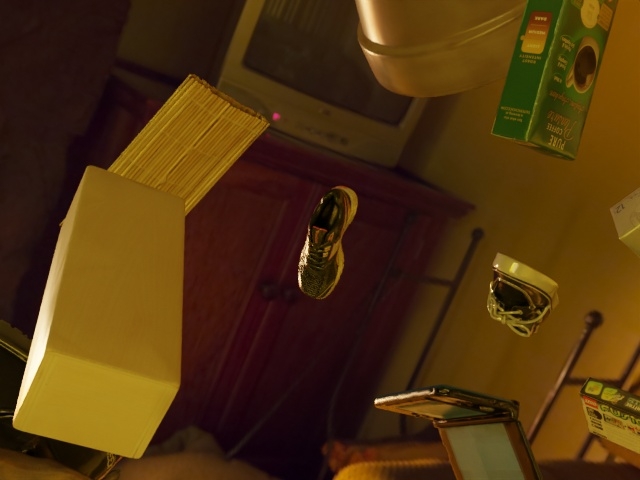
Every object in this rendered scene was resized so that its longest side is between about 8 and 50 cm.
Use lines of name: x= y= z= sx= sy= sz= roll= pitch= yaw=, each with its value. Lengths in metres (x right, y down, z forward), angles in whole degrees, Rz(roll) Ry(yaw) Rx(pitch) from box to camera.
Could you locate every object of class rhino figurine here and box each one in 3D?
rhino figurine: x=-0.291 y=0.255 z=0.845 sx=0.243 sy=0.106 sz=0.073 roll=22 pitch=34 yaw=-32

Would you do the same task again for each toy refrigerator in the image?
toy refrigerator: x=-0.182 y=0.052 z=0.733 sx=0.102 sy=0.094 sz=0.269 roll=20 pitch=28 yaw=-21

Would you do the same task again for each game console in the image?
game console: x=0.265 y=0.400 z=1.671 sx=0.250 sy=0.173 sz=0.293 roll=16 pitch=-21 yaw=-19

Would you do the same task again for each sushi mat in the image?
sushi mat: x=-0.231 y=-0.096 z=1.253 sx=0.151 sy=0.316 sz=0.019 roll=29 pitch=24 yaw=-41

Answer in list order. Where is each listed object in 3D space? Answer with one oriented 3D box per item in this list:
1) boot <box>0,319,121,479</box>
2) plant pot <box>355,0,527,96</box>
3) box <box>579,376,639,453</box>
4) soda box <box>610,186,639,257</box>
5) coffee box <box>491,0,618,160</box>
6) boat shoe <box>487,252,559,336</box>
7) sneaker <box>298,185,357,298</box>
boot: x=-0.467 y=0.268 z=0.936 sx=0.367 sy=0.146 sz=0.445 roll=18 pitch=32 yaw=15
plant pot: x=0.149 y=-0.379 z=1.004 sx=0.280 sy=0.323 sz=0.323 roll=57 pitch=-9 yaw=-32
box: x=0.510 y=0.294 z=1.316 sx=0.207 sy=0.036 sz=0.114 roll=20 pitch=-33 yaw=43
soda box: x=0.587 y=-0.080 z=1.278 sx=0.098 sy=0.286 sz=0.091 roll=40 pitch=30 yaw=-19
coffee box: x=0.215 y=-0.170 z=0.760 sx=0.040 sy=0.184 sz=0.113 roll=18 pitch=8 yaw=37
boat shoe: x=0.351 y=0.107 z=1.514 sx=0.113 sy=0.105 sz=0.306 roll=29 pitch=-5 yaw=21
sneaker: x=0.000 y=0.000 z=1.292 sx=0.072 sy=0.178 sz=0.077 roll=12 pitch=2 yaw=17
